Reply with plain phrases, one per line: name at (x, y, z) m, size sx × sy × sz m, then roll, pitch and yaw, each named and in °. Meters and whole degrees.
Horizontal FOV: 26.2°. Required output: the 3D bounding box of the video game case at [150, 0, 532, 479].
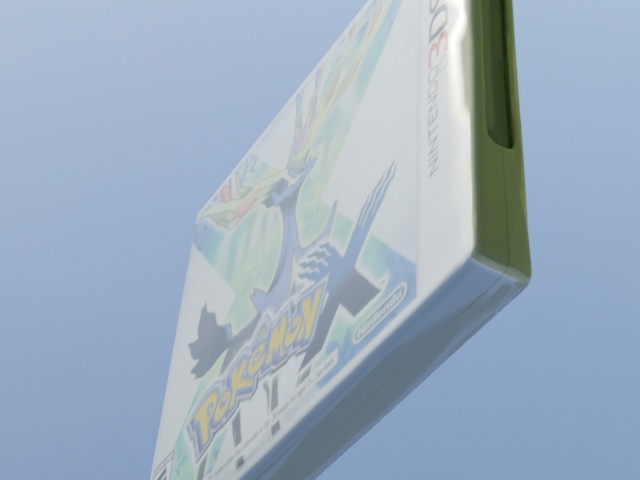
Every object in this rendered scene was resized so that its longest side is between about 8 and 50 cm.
video game case at (0.000, 0.000, 0.772) m, size 0.036 × 0.329 × 0.300 m, roll 25°, pitch -138°, yaw -19°
